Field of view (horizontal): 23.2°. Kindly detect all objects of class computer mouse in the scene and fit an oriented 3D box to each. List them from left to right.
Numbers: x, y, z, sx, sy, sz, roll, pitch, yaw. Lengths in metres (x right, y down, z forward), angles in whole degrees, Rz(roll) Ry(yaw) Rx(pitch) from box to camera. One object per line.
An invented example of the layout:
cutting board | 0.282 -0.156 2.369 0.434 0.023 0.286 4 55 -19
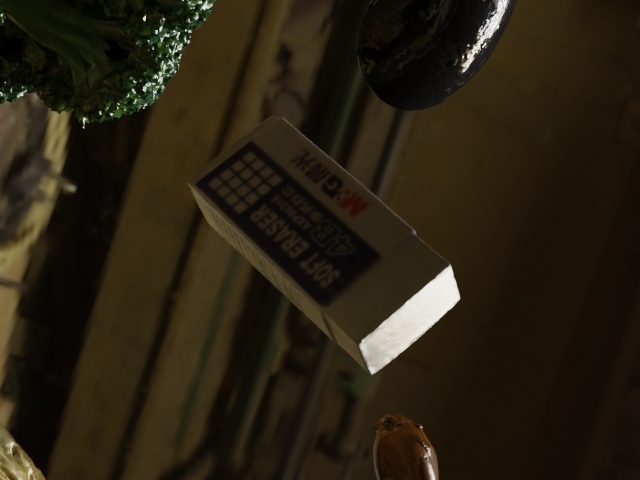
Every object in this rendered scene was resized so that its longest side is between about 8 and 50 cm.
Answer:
computer mouse | 0.137 -0.244 1.457 0.147 0.088 0.264 22 86 -35

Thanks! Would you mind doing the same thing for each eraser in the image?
eraser | 0.000 0.000 1.545 0.124 0.279 0.081 -39 146 -13

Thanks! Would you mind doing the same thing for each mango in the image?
mango | 0.091 0.239 1.595 0.077 0.063 0.127 7 69 -80

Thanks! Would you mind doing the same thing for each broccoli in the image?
broccoli | -0.198 -0.182 0.959 0.269 0.254 0.269 -36 165 -11

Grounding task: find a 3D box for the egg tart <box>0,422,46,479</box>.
egg tart | -0.301 0.161 1.119 0.115 0.290 0.290 -50 162 -20
